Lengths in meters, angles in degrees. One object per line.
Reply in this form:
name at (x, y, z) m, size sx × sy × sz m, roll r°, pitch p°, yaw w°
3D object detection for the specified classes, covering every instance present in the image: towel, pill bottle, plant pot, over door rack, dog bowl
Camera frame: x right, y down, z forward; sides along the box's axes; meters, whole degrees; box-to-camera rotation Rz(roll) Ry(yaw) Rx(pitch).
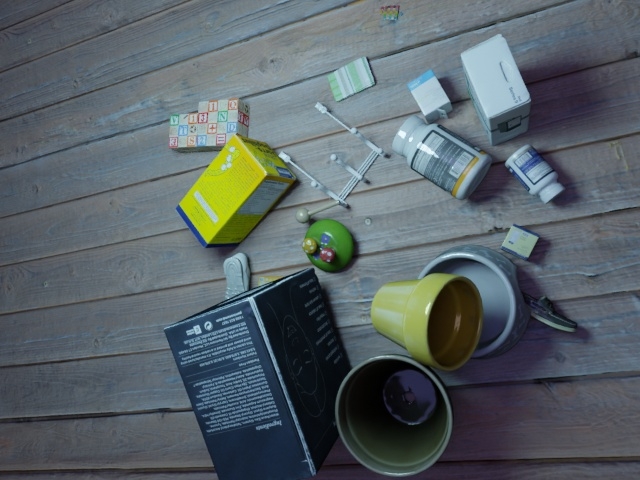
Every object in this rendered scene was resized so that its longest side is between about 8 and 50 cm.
towel at (0.107, -0.561, 1.783) m, size 0.152 × 0.023 × 0.113 m, roll -22°, pitch 76°, yaw 20°
pill bottle at (0.371, -0.261, 1.581) m, size 0.278 × 0.162 × 0.162 m, roll 38°, pitch 99°, yaw 20°
plant pot at (0.239, 0.481, 1.499) m, size 0.323 × 0.280 × 0.322 m, roll -2°, pitch 85°, yaw 21°
pill bottle at (0.637, -0.193, 1.509) m, size 0.094 × 0.094 × 0.169 m, roll -39°, pitch 74°, yaw 13°
plant pot at (0.281, 0.211, 1.421) m, size 0.239 × 0.254 × 0.253 m, roll 4°, pitch 86°, yaw 51°
over door rack at (0.027, -0.298, 1.742) m, size 0.324 × 0.108 × 0.239 m, roll 41°, pitch 99°, yaw 19°
dog bowl at (0.431, 0.185, 1.512) m, size 0.349 × 0.102 × 0.348 m, roll -1°, pitch 89°, yaw 33°

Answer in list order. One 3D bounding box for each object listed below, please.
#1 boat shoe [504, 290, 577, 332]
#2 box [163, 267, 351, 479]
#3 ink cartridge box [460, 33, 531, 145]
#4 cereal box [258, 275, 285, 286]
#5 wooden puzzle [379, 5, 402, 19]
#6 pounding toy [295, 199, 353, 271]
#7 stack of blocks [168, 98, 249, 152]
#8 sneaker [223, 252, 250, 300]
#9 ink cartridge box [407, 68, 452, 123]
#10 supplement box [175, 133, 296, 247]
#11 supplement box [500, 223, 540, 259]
boat shoe at (0.637, 0.194, 1.483) m, size 0.224 × 0.080 × 0.073 m, roll 25°, pitch 99°, yaw 25°
box at (-0.138, 0.375, 1.503) m, size 0.298 × 0.480 × 0.471 m, roll -22°, pitch 89°, yaw 19°
ink cartridge box at (0.506, -0.423, 1.474) m, size 0.122 × 0.289 × 0.211 m, roll -22°, pitch 78°, yaw 17°
cereal box at (-0.137, 0.246, 1.785) m, size 0.173 × 0.047 × 0.240 m, roll 0°, pitch 85°, yaw 19°
wooden puzzle at (0.242, -0.783, 1.757) m, size 0.083 × 0.006 × 0.049 m, roll 8°, pitch 88°, yaw 21°
pounding toy at (0.000, 0.000, 1.690) m, size 0.183 × 0.110 × 0.236 m, roll -12°, pitch 96°, yaw 30°
stack of blocks at (-0.423, -0.430, 1.932) m, size 0.297 × 0.087 × 0.171 m, roll 0°, pitch 85°, yaw 21°
sneaker at (-0.286, 0.161, 1.835) m, size 0.090 × 0.095 × 0.234 m, roll 8°, pitch 108°, yaw 16°
ink cartridge box at (0.356, -0.452, 1.639) m, size 0.090 × 0.092 × 0.143 m, roll -29°, pitch 75°, yaw 16°
supplement box at (-0.296, -0.163, 1.777) m, size 0.356 × 0.194 × 0.195 m, roll -46°, pitch 72°, yaw 20°
supplement box at (0.596, 0.006, 1.527) m, size 0.083 × 0.056 × 0.083 m, roll 28°, pitch 95°, yaw 20°
